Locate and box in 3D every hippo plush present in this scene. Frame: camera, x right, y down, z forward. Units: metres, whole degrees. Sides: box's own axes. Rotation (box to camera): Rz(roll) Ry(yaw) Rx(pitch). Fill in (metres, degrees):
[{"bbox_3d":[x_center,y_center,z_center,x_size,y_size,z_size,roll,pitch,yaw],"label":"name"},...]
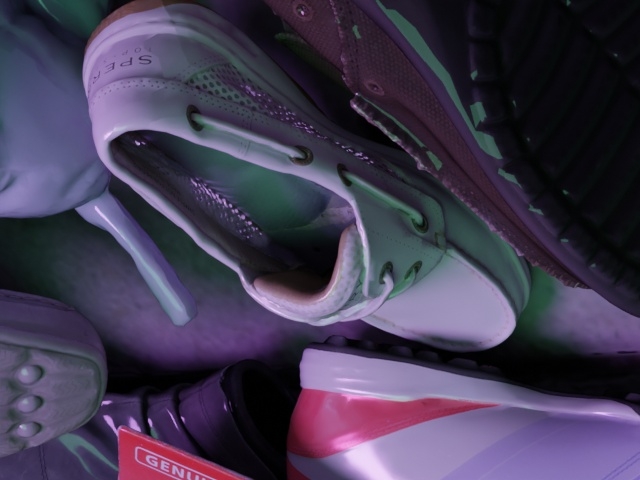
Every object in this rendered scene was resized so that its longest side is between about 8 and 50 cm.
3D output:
[{"bbox_3d":[-0.220,-0.108,0.586,0.236,0.234,0.294,2,165,40],"label":"hippo plush"}]

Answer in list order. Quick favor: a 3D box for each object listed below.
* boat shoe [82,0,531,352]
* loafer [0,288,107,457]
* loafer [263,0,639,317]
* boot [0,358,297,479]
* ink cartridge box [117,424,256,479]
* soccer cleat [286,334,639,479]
[{"bbox_3d":[0.000,0.000,0.555,0.277,0.096,0.098,31,127,-30],"label":"boat shoe"},{"bbox_3d":[-0.265,0.045,0.557,0.319,0.111,0.112,5,127,-14],"label":"loafer"},{"bbox_3d":[0.054,-0.112,0.513,0.366,0.134,0.130,46,166,-16],"label":"loafer"},{"bbox_3d":[-0.131,0.105,0.698,0.222,0.118,0.338,-19,133,27],"label":"boot"},{"bbox_3d":[0.004,0.248,0.644,0.296,0.066,0.261,21,140,10],"label":"ink cartridge box"},{"bbox_3d":[0.133,0.132,0.603,0.318,0.108,0.116,10,86,18],"label":"soccer cleat"}]
